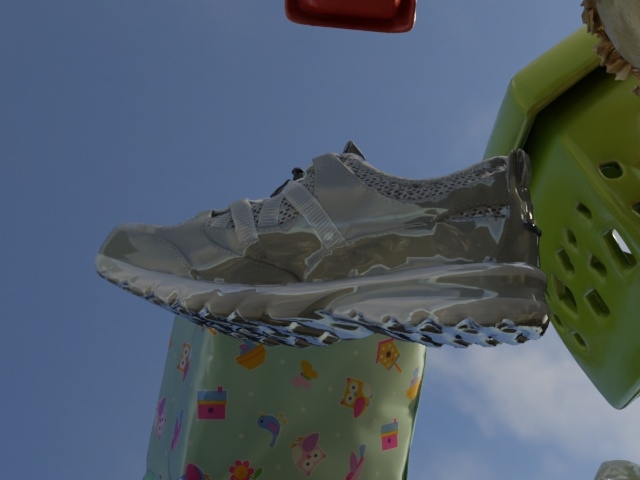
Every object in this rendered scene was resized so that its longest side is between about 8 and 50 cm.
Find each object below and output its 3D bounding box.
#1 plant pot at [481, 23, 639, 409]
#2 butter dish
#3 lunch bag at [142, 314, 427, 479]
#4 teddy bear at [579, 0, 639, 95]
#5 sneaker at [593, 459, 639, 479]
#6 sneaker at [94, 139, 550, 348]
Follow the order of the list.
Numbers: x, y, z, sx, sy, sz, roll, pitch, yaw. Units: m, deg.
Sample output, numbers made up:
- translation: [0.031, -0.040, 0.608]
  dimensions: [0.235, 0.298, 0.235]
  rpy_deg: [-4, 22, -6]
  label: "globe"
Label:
- translation: [0.244, -0.048, 0.892]
  dimensions: [0.228, 0.207, 0.227]
  rpy_deg: [-35, -18, -16]
  label: "plant pot"
- translation: [0.041, -0.340, 1.500]
  dimensions: [0.160, 0.160, 0.118]
  rpy_deg: [5, -21, -2]
  label: "butter dish"
- translation: [-0.021, 0.162, 1.261]
  dimensions: [0.262, 0.160, 0.223]
  rpy_deg: [12, -96, -23]
  label: "lunch bag"
- translation: [0.180, -0.238, 0.681]
  dimensions: [0.113, 0.338, 0.245]
  rpy_deg: [-1, -51, -17]
  label: "teddy bear"
- translation: [0.401, 0.279, 1.117]
  dimensions: [0.366, 0.210, 0.137]
  rpy_deg: [49, -141, -28]
  label: "sneaker"
- translation: [0.000, 0.000, 0.746]
  dimensions: [0.105, 0.281, 0.115]
  rpy_deg: [37, -123, -64]
  label: "sneaker"
